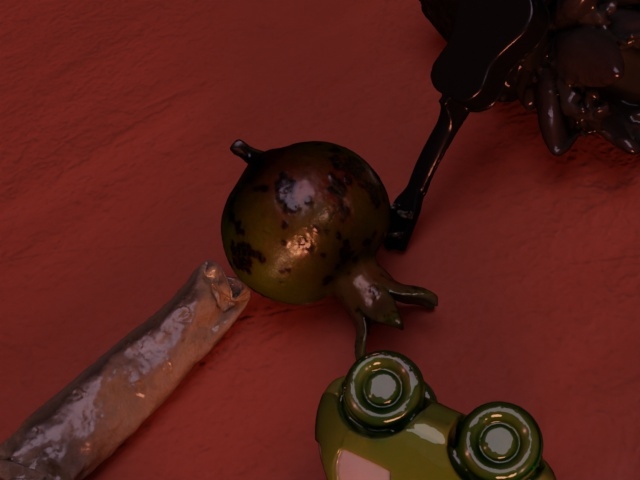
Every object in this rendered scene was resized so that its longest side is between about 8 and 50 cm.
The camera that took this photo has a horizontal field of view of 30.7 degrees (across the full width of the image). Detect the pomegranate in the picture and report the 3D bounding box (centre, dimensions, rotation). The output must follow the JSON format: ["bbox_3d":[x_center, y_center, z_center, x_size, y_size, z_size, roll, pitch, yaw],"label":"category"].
[{"bbox_3d":[0.004,0.003,1.033,0.156,0.156,0.220,-33,57,-15],"label":"pomegranate"}]

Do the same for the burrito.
[{"bbox_3d":[-0.172,0.121,1.031,0.082,0.059,0.275,33,64,24],"label":"burrito"}]

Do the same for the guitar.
[{"bbox_3d":[0.116,-0.112,1.072,0.084,0.038,0.271,36,104,39],"label":"guitar"}]

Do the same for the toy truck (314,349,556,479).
[{"bbox_3d":[0.080,0.198,0.870,0.187,0.148,0.211,7,73,12],"label":"toy truck"}]

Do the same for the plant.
[{"bbox_3d":[0.231,-0.214,1.144,0.194,0.181,0.320,-33,48,-15],"label":"plant"}]
